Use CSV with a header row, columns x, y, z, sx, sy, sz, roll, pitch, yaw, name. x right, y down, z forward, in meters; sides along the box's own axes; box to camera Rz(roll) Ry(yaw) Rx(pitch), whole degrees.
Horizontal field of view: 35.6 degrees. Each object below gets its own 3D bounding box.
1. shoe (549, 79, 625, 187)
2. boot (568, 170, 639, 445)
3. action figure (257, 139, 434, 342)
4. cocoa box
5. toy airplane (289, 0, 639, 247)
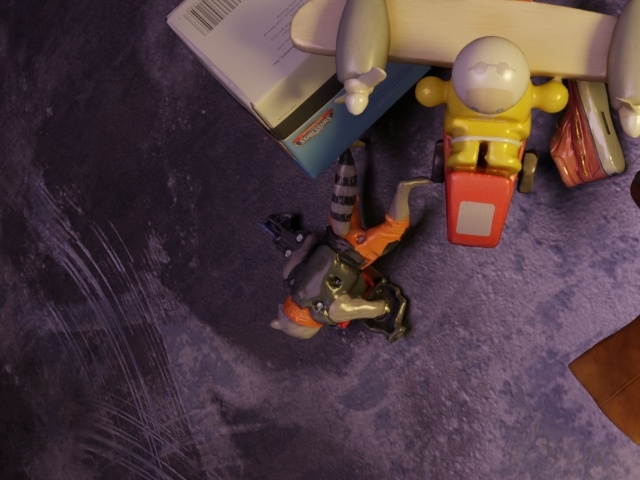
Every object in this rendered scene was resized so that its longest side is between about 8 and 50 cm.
x,y,z,sx,sy,sz,roll,pitch,yaw,name
0.338,-0.161,1.322,0.081,0.063,0.178,-18,84,38,shoe
0.418,0.085,1.273,0.264,0.096,0.280,51,132,19,boot
0.000,0.000,1.579,0.341,0.178,0.330,30,103,34,action figure
0.010,-0.310,1.415,0.347,0.228,0.231,-44,59,-1,cocoa box
0.211,-0.225,1.187,0.386,0.272,0.384,-38,93,15,toy airplane
